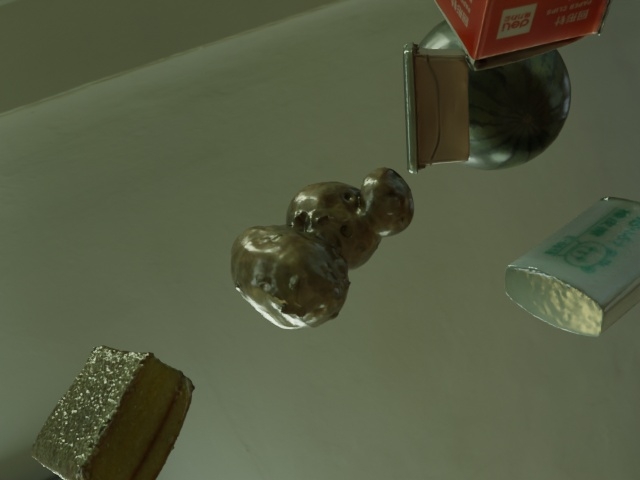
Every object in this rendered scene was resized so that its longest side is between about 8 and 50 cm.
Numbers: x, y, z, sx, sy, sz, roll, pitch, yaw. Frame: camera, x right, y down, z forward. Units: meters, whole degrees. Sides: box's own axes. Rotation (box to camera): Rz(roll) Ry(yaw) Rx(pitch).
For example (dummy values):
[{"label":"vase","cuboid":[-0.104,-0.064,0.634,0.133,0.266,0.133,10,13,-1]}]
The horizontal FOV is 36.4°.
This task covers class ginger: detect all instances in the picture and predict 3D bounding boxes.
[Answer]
[{"label":"ginger","cuboid":[0.000,0.000,1.473,0.304,0.244,0.155,-45,-63,-24]}]

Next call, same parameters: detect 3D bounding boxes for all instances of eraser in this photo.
[{"label":"eraser","cuboid":[0.466,0.037,1.623,0.290,0.189,0.104,-30,-45,-35]}]

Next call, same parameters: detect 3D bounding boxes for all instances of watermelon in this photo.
[{"label":"watermelon","cuboid":[0.290,-0.272,1.738,0.278,0.359,0.279,-4,-70,-11]}]

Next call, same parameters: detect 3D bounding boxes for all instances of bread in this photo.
[{"label":"bread","cuboid":[-0.265,0.239,1.255,0.110,0.234,0.184,35,-108,-23]}]

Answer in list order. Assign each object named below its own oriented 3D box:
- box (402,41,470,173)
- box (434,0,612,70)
[{"label":"box","cuboid":[0.113,-0.131,0.950,0.062,0.089,0.122,-1,-74,6]},{"label":"box","cuboid":[0.169,-0.259,0.902,0.133,0.182,0.099,-17,-35,-13]}]
